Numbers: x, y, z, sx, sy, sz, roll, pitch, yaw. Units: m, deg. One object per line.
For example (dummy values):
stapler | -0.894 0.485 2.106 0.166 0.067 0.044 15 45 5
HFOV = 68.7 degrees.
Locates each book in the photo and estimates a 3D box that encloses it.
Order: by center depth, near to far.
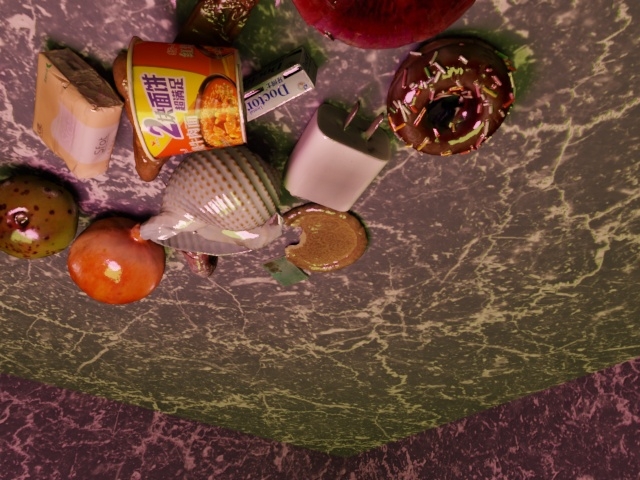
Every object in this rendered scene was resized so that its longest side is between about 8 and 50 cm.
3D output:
book | -0.117 0.099 1.506 0.103 0.017 0.135 -20 135 24

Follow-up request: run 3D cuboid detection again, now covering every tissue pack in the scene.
tissue pack | -0.523 -0.263 0.998 0.186 0.090 0.222 46 132 4

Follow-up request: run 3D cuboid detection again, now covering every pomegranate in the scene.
pomegranate | -0.773 -0.050 1.234 0.231 0.231 0.286 29 149 -28
pomegranate | -0.558 0.044 1.314 0.252 0.229 0.270 31 124 -19

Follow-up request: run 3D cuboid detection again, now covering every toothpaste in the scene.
toothpaste | -0.166 -0.293 0.990 0.336 0.081 0.067 -19 133 25

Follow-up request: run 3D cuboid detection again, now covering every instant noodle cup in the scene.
instant noodle cup | -0.220 -0.248 0.821 0.174 0.213 0.213 -5 141 -6

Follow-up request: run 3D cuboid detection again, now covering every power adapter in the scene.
power adapter | 0.048 -0.202 1.054 0.187 0.124 0.255 18 137 -19

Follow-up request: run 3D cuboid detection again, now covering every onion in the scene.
onion | 0.099 -0.433 0.653 0.347 0.285 0.348 -1 130 -1

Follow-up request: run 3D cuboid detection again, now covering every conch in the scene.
conch | -0.241 -0.094 1.096 0.319 0.215 0.303 -5 153 4

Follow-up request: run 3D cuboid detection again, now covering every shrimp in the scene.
shrimp | -0.352 -0.033 1.273 0.116 0.145 0.343 7 133 18

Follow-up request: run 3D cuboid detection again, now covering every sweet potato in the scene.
sweet potato | -0.384 -0.246 1.058 0.114 0.092 0.341 24 141 12

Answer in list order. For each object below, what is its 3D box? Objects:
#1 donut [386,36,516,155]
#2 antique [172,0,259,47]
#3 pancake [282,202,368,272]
donut | 0.264 -0.282 0.961 0.269 0.103 0.270 1 138 1
antique | -0.212 -0.385 0.873 0.087 0.093 0.310 29 133 -28
pancake | 0.000 0.000 1.369 0.286 0.033 0.288 31 133 -30
